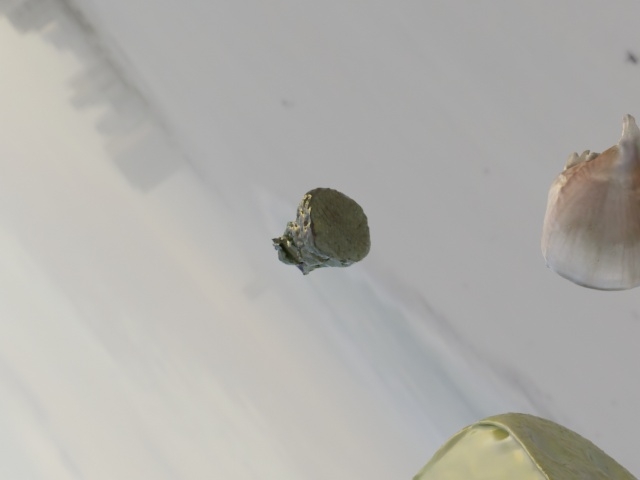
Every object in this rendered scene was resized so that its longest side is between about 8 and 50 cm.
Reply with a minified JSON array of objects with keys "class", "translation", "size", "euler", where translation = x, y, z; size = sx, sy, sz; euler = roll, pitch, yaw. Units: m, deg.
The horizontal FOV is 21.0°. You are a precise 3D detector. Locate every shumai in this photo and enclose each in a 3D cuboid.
[{"class":"shumai","translation":[0.000,0.000,1.669],"size":[0.083,0.082,0.080],"euler":[43,145,-2]}]

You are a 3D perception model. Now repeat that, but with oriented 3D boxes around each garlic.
[{"class":"garlic","translation":[0.246,-0.021,1.318],"size":[0.099,0.174,0.124],"euler":[132,139,-67]}]

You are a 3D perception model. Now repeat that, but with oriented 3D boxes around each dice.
[{"class":"dice","translation":[0.207,0.327,1.673],"size":[0.226,0.238,0.233],"euler":[25,-159,-40]}]
